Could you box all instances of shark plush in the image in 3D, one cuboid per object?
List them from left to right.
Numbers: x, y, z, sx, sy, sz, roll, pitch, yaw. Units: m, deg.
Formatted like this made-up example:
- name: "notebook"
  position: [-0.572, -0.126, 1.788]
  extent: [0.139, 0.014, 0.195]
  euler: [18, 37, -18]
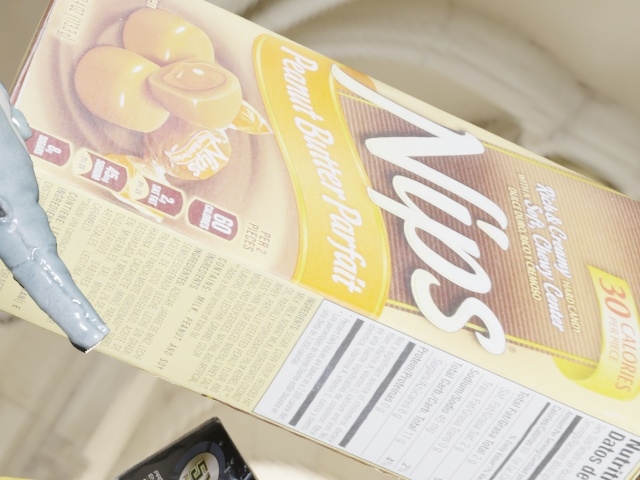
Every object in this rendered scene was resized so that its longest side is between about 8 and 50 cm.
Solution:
- name: "shark plush"
  position: [-0.127, -0.029, 0.630]
  extent: [0.067, 0.073, 0.161]
  euler: [-36, 102, -86]

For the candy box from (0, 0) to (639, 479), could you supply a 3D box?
- name: "candy box"
  position: [0.000, 0.000, 0.922]
  extent: [0.316, 0.183, 0.087]
  euler: [23, -54, -11]

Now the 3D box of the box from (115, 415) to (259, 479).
- name: "box"
  position: [-0.047, 0.217, 1.293]
  extent: [0.180, 0.077, 0.147]
  euler: [57, -5, 14]

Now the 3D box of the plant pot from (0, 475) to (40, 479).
- name: "plant pot"
  position: [-0.209, 0.259, 0.986]
  extent: [0.254, 0.239, 0.254]
  euler: [-3, -20, -1]
